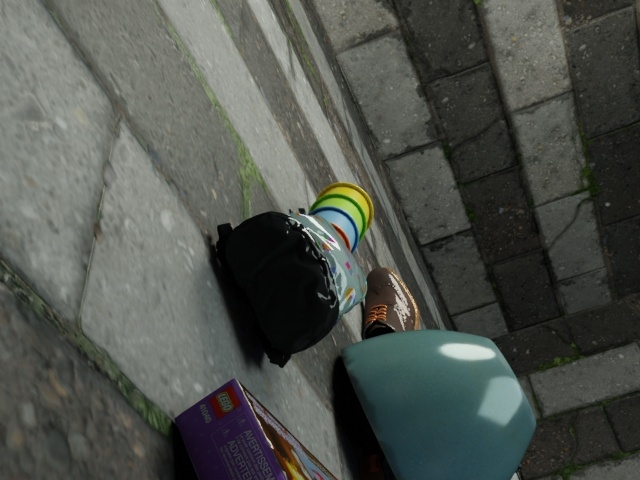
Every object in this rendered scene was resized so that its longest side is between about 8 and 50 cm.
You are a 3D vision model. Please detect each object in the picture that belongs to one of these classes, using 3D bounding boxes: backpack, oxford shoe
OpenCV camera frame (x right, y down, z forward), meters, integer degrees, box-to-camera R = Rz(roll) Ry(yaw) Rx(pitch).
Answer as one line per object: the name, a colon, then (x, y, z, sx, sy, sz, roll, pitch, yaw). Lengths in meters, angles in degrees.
backpack: (-0.020, 0.040, 0.782, 0.182, 0.115, 0.152, 10, 58, -81)
oxford shoe: (0.120, 0.146, 1.341, 0.098, 0.097, 0.271, 50, 23, -46)

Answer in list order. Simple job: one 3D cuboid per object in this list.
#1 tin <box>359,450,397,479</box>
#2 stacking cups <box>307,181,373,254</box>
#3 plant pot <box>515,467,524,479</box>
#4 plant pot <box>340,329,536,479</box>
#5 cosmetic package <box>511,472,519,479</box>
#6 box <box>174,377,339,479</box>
tin: (0.101, 0.369, 1.004, 0.106, 0.040, 0.189, -68, 138, -67)
stacking cups: (0.000, 0.000, 1.031, 0.316, 0.096, 0.096, -51, 121, -68)
plant pot: (0.348, 0.536, 1.572, 0.187, 0.167, 0.188, -14, 83, -80)
plant pot: (0.179, 0.240, 1.047, 0.290, 0.195, 0.290, 64, 1, -3)
cosmetic package: (0.342, 0.665, 1.325, 0.230, 0.161, 0.453, 29, 43, -72)
box: (0.014, 0.250, 0.567, 0.201, 0.057, 0.293, 54, -2, 42)
